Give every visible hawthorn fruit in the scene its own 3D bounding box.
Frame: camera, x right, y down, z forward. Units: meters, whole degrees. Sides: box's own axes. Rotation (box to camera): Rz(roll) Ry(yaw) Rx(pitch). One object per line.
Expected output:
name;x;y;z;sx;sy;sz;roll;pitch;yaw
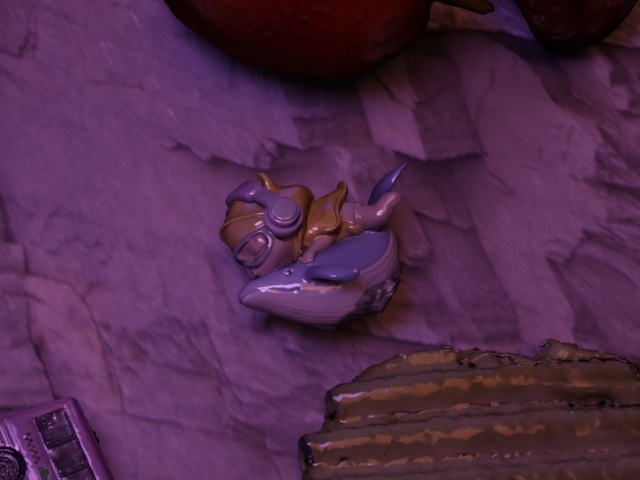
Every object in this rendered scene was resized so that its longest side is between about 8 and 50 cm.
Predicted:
hawthorn fruit;0.013;-0.301;1.233;0.369;0.285;0.284;17;65;-11

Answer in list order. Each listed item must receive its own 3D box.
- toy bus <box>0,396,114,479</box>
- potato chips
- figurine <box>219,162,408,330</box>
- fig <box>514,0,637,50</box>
toy bus;-0.218;0.242;1.053;0.108;0.096;0.199;-21;69;-21
potato chips;0.192;0.260;1.124;0.429;0.070;0.358;-1;64;-10
figurine;0.000;0.000;1.176;0.184;0.128;0.208;42;60;13
fig;0.317;-0.332;1.339;0.274;0.145;0.170;-37;77;-6
